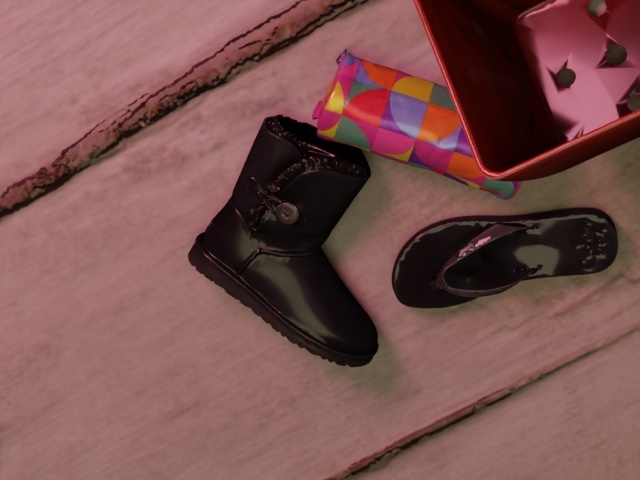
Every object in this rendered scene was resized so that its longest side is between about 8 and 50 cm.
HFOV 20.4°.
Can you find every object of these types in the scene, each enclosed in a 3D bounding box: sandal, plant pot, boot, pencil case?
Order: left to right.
[{"bbox_3d":[0.000,0.000,1.940,0.246,0.094,0.207,34,116,0],"label":"boot"},{"bbox_3d":[0.110,-0.121,1.879,0.236,0.104,0.104,20,113,2],"label":"pencil case"},{"bbox_3d":[0.196,0.017,1.943,0.255,0.054,0.097,-14,109,13],"label":"sandal"},{"bbox_3d":[0.262,-0.207,1.717,0.267,0.236,0.267,-24,75,16],"label":"plant pot"}]
